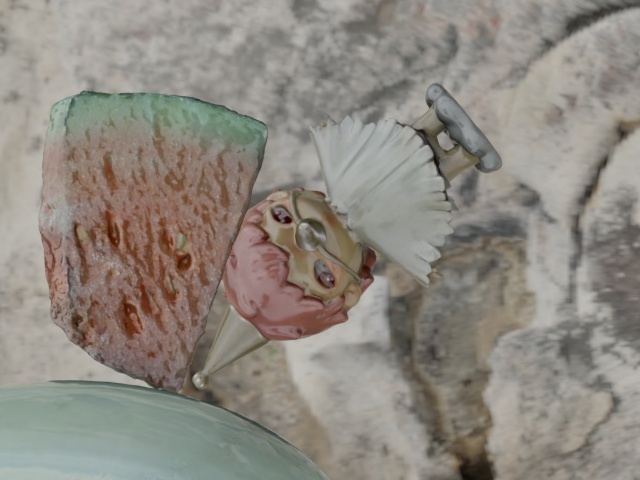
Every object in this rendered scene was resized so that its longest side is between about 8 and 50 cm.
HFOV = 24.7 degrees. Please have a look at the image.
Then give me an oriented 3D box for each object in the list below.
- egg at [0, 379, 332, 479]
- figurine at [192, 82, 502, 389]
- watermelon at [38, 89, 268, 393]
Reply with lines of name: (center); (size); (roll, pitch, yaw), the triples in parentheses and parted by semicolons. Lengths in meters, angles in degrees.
egg: (-0.099, 0.138, 0.489); (0.264, 0.183, 0.183); (-23, 78, 29)
figurine: (0.000, 0.000, 1.472); (0.387, 0.166, 0.207); (-38, 81, 6)
watermelon: (-0.155, 0.008, 1.240); (0.140, 0.192, 0.257); (139, 137, -60)
